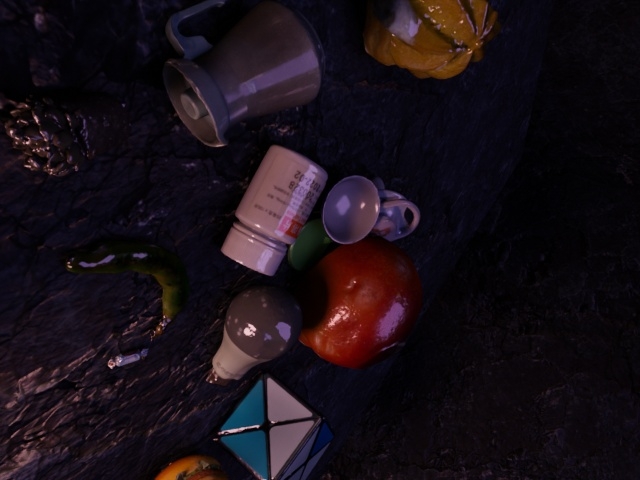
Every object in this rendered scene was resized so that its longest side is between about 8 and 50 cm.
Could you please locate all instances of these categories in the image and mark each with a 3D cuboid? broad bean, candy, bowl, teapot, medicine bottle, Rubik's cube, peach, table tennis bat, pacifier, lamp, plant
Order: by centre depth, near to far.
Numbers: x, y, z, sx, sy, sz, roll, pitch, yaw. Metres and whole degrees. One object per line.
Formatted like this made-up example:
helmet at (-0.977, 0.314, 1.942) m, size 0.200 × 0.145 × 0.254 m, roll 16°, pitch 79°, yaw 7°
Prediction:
plant at (-0.314, -0.140, 0.538) m, size 0.143 × 0.092 × 0.094 m, roll -45°, pitch 155°, yaw -44°
teapot at (-0.126, -0.273, 0.678) m, size 0.225 × 0.171 × 0.203 m, roll -39°, pitch 113°, yaw -25°
broad bean at (-0.311, 0.073, 0.770) m, size 0.144 × 0.050 × 0.291 m, roll -48°, pitch 149°, yaw -22°
candy at (-0.372, 0.229, 0.836) m, size 0.083 × 0.020 × 0.030 m, roll -10°, pitch 122°, yaw -55°
medicine bottle at (-0.099, -0.062, 0.906) m, size 0.251 × 0.145 × 0.144 m, roll -60°, pitch 152°, yaw -1°
lamp at (-0.183, 0.237, 1.032) m, size 0.314 × 0.182 × 0.182 m, roll -42°, pitch 152°, yaw 5°
bowl at (0.064, -0.092, 1.178) m, size 0.189 × 0.086 × 0.188 m, roll -12°, pitch 113°, yaw -30°
table tennis bat at (0.000, 0.000, 1.236) m, size 0.257 × 0.039 × 0.160 m, roll -19°, pitch 129°, yaw -45°
peach at (0.115, 0.198, 1.248) m, size 0.406 × 0.310 × 0.335 m, roll -39°, pitch 147°, yaw 2°
Rubik's cube at (-0.130, 0.589, 1.311) m, size 0.246 × 0.249 × 0.249 m, roll -50°, pitch 150°, yaw -22°
pacifier at (0.184, -0.104, 1.339) m, size 0.278 × 0.228 × 0.207 m, roll 68°, pitch 16°, yaw -56°

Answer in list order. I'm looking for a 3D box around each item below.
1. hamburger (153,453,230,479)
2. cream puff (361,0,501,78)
hamburger at (-0.347, 0.659, 1.099) m, size 0.246 × 0.170 × 0.245 m, roll -24°, pitch 129°, yaw -33°
cream puff at (0.276, -0.531, 0.974) m, size 0.378 × 0.276 × 0.377 m, roll -38°, pitch 141°, yaw -39°
